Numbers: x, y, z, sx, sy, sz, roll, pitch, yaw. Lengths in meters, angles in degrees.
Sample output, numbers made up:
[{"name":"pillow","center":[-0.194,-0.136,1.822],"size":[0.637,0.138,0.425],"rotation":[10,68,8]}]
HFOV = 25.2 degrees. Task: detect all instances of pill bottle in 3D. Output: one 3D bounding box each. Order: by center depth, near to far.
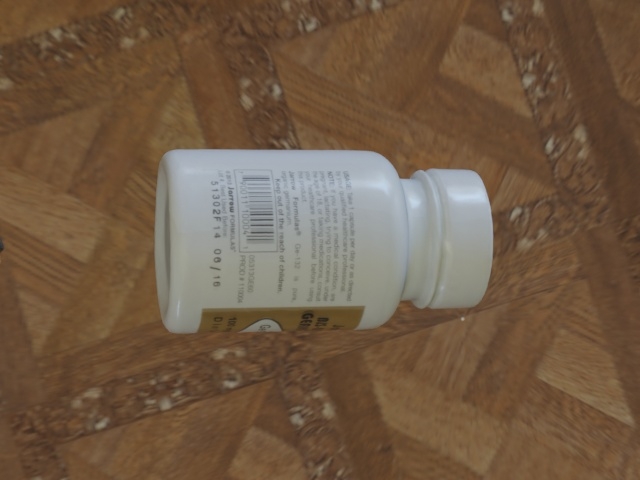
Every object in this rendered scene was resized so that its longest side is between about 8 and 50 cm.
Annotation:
[{"name":"pill bottle","center":[0.000,0.000,1.031],"size":[0.229,0.131,0.131],"rotation":[-1,87,-12]}]

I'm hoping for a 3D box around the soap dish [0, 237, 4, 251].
[{"name":"soap dish","center":[-0.380,-0.086,1.251],"size":[0.118,0.291,0.229],"rotation":[-28,127,2]}]
